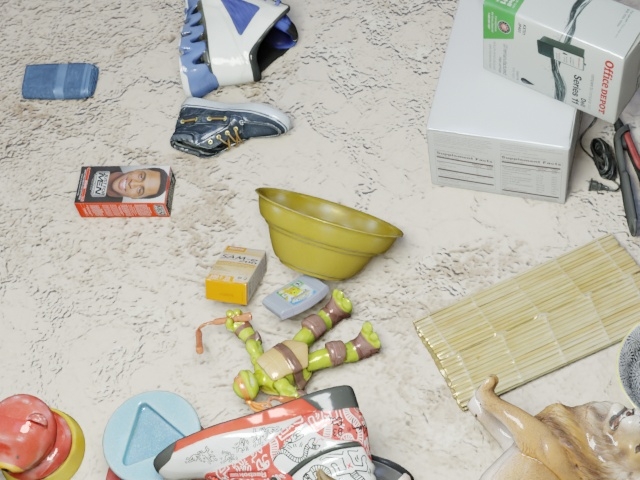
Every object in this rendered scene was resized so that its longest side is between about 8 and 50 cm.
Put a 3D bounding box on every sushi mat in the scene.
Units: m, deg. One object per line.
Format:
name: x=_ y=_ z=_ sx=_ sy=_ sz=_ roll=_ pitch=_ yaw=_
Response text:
sushi mat: x=0.300 y=0.108 z=1.729 sx=0.316 sy=0.019 sz=0.151 roll=-23 pitch=58 yaw=-6

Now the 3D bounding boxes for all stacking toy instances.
stacking toy: x=-0.298 y=0.322 z=1.629 sx=0.308 sy=0.130 sz=0.280 roll=-3 pitch=59 yaw=8

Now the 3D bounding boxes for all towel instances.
towel: x=-0.422 y=-0.256 z=2.051 sx=0.119 sy=0.029 sz=0.067 roll=1 pitch=59 yaw=8

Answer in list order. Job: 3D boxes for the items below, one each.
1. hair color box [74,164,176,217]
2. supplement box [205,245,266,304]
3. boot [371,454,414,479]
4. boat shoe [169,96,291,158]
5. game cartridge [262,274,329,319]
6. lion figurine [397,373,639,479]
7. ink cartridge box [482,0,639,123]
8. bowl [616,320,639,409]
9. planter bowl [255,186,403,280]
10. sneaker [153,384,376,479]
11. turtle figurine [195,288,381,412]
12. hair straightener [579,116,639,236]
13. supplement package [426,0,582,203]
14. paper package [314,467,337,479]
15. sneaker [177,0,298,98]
hair color box: x=-0.295 y=-0.074 z=1.915 sx=0.141 sy=0.043 sz=0.072 roll=0 pitch=58 yaw=8
supplement box: x=-0.119 y=0.048 z=1.794 sx=0.062 sy=0.036 sz=0.098 roll=7 pitch=30 yaw=12
boot: x=0.074 y=0.376 z=1.555 sx=0.338 sy=0.118 sz=0.223 roll=20 pitch=58 yaw=13
boat shoe: x=-0.139 y=-0.164 z=1.937 sx=0.183 sy=0.065 sz=0.083 roll=8 pitch=63 yaw=20
game cartridge: x=-0.032 y=0.076 z=1.731 sx=0.083 sy=0.017 sz=0.056 roll=-30 pitch=41 yaw=-25
lion figurine: x=0.231 y=0.313 z=1.526 sx=0.240 sy=0.142 sz=0.392 roll=42 pitch=67 yaw=12
ink cartridge box: x=0.329 y=-0.265 z=1.701 sx=0.208 sy=0.153 sz=0.087 roll=26 pitch=67 yaw=21
bowl: x=0.465 y=0.180 z=1.625 sx=0.170 sy=0.080 sz=0.170 roll=-4 pitch=59 yaw=7
planter bowl: x=0.000 y=0.000 z=1.771 sx=0.217 sy=0.217 sz=0.090 roll=21 pitch=99 yaw=19
sneaker: x=-0.065 y=0.285 z=1.532 sx=0.270 sy=0.090 sz=0.145 roll=-20 pitch=73 yaw=7
turtle figurine: x=-0.030 y=0.169 z=1.702 sx=0.217 sy=0.087 sz=0.269 roll=-27 pitch=43 yaw=-19
hair straightener: x=0.423 y=-0.103 z=1.820 sx=0.089 sy=0.047 sz=0.230 roll=-11 pitch=58 yaw=2
supplement package: x=0.281 y=-0.213 z=1.851 sx=0.204 sy=0.145 sz=0.262 roll=9 pitch=61 yaw=14
paper package: x=0.064 y=0.462 z=1.330 sx=0.324 sy=0.168 sz=0.309 roll=31 pitch=93 yaw=-15
sneaker: x=-0.128 y=-0.368 z=2.029 sx=0.182 sy=0.127 sz=0.316 roll=-3 pitch=66 yaw=3
